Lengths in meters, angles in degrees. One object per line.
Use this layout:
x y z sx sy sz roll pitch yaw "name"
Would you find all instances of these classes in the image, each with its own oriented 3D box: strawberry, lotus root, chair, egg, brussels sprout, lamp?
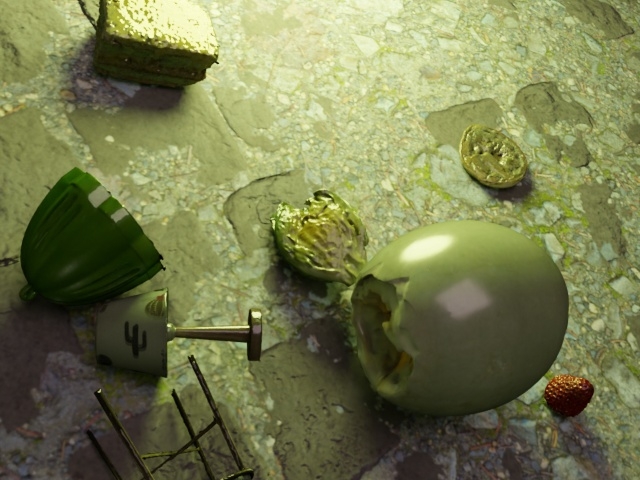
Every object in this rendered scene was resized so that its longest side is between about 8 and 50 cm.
0.406 0.249 1.265 0.073 0.083 0.073 5 73 -17 "strawberry"
-0.327 0.022 1.033 0.186 0.186 0.186 12 55 -18 "lotus root"
-0.152 0.318 0.916 0.170 0.159 0.325 -21 66 -33 "chair"
0.216 0.108 1.142 0.336 0.278 0.278 -7 63 -28 "egg"
0.000 0.002 1.228 0.139 0.100 0.181 -30 76 -26 "brussels sprout"
-0.187 0.123 1.039 0.215 0.121 0.121 3 58 -10 "lamp"

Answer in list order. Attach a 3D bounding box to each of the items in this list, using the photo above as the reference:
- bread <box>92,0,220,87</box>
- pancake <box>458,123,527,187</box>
-0.279 -0.339 1.313 0.196 0.102 0.138 4 60 -26 "bread"
0.338 -0.165 1.535 0.158 0.028 0.158 11 53 -15 "pancake"
